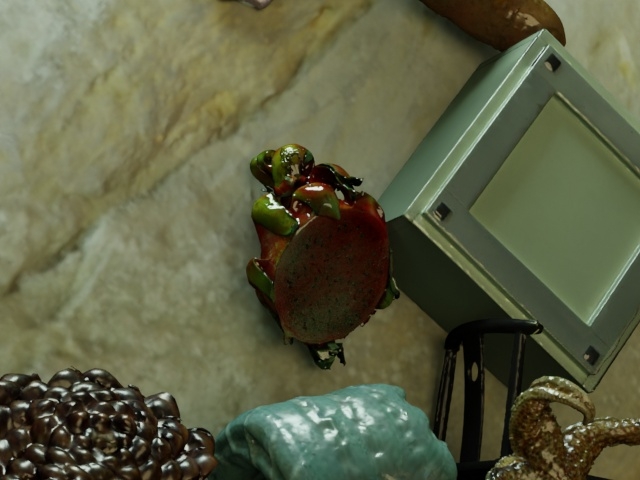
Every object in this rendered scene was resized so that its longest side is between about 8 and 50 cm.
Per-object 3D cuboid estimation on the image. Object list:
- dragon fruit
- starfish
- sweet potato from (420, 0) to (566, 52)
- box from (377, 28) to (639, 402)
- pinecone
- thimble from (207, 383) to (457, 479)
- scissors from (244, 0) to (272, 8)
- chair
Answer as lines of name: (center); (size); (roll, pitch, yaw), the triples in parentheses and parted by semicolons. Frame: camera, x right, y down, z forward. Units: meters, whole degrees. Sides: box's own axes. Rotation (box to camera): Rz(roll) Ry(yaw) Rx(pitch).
dragon fruit: (0.000, 0.000, 1.487); (0.138, 0.142, 0.175); (20, 37, -46)
starfish: (0.192, 0.203, 1.382); (0.146, 0.074, 0.190); (28, 73, -17)
sweet potato: (0.083, -0.275, 1.584); (0.354, 0.106, 0.095); (37, 108, -28)
box: (0.189, -0.017, 1.569); (0.225, 0.117, 0.225); (42, 65, -11)
pinecone: (-0.183, 0.206, 1.307); (0.221, 0.221, 0.221); (6, 76, -24)
thimble: (0.012, 0.228, 1.395); (0.143, 0.198, 0.235); (-11, 116, -28)
scissors: (-0.024, -0.288, 1.585); (0.212, 0.021, 0.110); (-39, 101, -27)
chair: (0.165, 0.206, 1.494); (0.141, 0.154, 0.260); (14, 76, -22)
